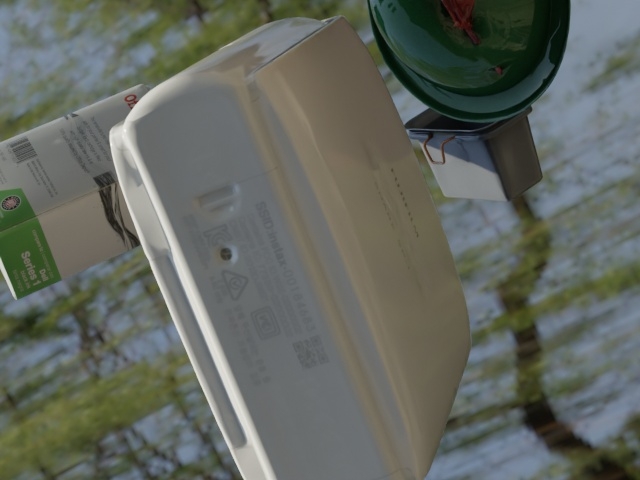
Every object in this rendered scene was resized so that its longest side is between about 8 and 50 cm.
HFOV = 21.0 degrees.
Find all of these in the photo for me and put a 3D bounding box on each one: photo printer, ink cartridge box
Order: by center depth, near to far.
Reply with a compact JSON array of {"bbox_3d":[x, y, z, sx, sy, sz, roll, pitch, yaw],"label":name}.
[{"bbox_3d":[0.000,0.000,1.019,0.307,0.107,0.256,-51,-60,-73],"label":"photo printer"},{"bbox_3d":[-0.243,-0.054,1.771,0.160,0.219,0.093,-127,18,-50],"label":"ink cartridge box"}]

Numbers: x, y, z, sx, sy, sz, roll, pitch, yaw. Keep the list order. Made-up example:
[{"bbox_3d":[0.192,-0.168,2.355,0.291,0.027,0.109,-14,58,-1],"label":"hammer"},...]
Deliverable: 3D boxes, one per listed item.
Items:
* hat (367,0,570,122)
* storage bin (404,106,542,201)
[{"bbox_3d":[0.056,-0.155,1.171,0.183,0.173,0.209,-31,-51,-49],"label":"hat"},{"bbox_3d":[0.159,-0.089,1.762,0.098,0.135,0.091,-33,-69,-29],"label":"storage bin"}]
